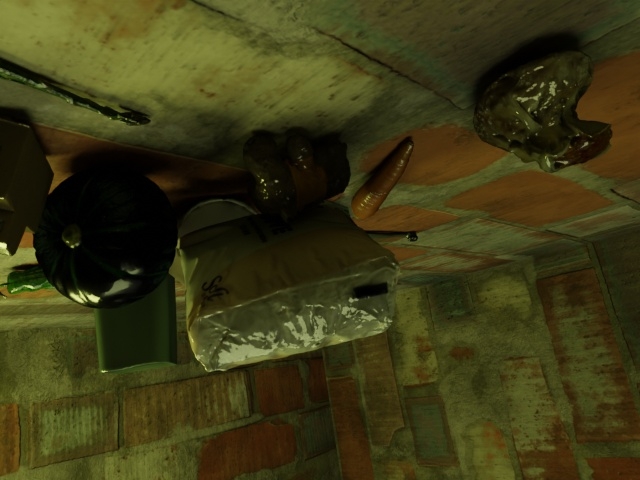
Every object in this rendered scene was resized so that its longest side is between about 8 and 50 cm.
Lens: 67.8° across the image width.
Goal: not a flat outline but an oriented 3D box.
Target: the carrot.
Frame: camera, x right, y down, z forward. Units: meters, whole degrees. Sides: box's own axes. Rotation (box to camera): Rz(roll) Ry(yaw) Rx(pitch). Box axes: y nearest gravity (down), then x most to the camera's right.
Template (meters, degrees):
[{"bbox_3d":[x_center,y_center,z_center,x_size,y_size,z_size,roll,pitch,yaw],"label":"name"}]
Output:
[{"bbox_3d":[0.133,-0.127,1.047,0.069,0.069,0.336,-4,158,-18],"label":"carrot"}]

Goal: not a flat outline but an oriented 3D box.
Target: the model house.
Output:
[{"bbox_3d":[-0.536,-0.083,0.654,0.248,0.176,0.181,12,161,-14],"label":"model house"}]

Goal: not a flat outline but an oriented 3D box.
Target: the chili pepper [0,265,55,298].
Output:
[{"bbox_3d":[-0.775,0.113,1.365,0.257,0.074,0.100,0,163,-33],"label":"chili pepper"}]

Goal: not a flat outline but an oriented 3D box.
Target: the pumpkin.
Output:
[{"bbox_3d":[-0.358,-0.005,0.852,0.248,0.247,0.248,-8,165,-2],"label":"pumpkin"}]

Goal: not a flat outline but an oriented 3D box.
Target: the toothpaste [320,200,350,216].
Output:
[{"bbox_3d":[0.023,-0.071,1.198,0.034,0.046,0.164,-20,162,30],"label":"toothpaste"}]

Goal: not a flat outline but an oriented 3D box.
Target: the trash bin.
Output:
[{"bbox_3d":[-0.398,0.108,1.045,0.159,0.343,0.223,-8,165,-13],"label":"trash bin"}]

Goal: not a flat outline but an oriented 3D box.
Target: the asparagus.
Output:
[{"bbox_3d":[-0.321,-0.185,0.611,0.022,0.023,0.233,35,-166,34],"label":"asparagus"}]

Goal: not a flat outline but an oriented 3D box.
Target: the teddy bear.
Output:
[{"bbox_3d":[-0.034,-0.111,0.853,0.190,0.140,0.177,-23,153,-21],"label":"teddy bear"}]

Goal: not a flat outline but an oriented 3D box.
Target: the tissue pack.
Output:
[{"bbox_3d":[-0.074,0.059,0.868,0.390,0.194,0.375,-15,-153,-15],"label":"tissue pack"}]

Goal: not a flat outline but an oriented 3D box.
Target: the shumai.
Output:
[{"bbox_3d":[0.337,-0.176,0.729,0.162,0.152,0.209,-11,163,-21],"label":"shumai"}]

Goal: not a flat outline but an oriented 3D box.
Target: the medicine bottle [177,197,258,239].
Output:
[{"bbox_3d":[-0.245,0.054,1.184,0.214,0.213,0.378,-5,165,-14],"label":"medicine bottle"}]

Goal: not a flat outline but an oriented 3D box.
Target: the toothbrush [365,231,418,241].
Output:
[{"bbox_3d":[0.199,-0.015,1.553,0.298,0.030,0.030,1,137,-30],"label":"toothbrush"}]
